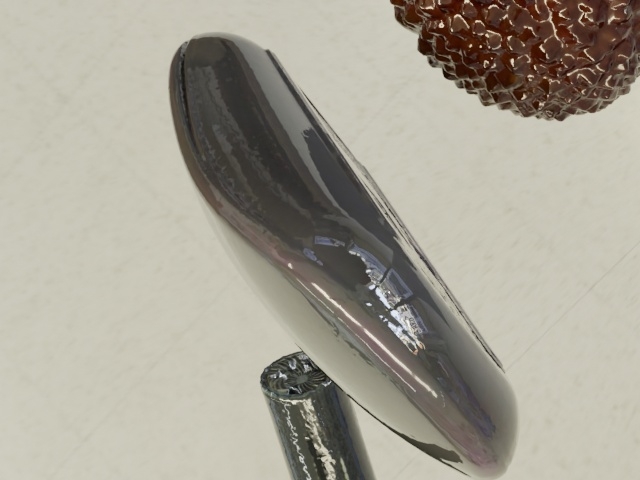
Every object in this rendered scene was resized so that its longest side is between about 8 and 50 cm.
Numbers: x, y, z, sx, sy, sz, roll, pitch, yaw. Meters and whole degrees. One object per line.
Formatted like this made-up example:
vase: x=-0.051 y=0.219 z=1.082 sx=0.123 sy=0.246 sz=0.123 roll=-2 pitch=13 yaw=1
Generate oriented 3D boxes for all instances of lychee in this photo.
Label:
lychee: x=0.082 y=-0.113 z=0.601 sx=0.129 sy=0.123 sz=0.123 roll=40 pitch=109 yaw=15

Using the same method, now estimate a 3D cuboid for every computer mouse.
computer mouse: x=-0.001 y=0.001 z=0.550 sx=0.057 sy=0.232 sz=0.120 roll=-37 pitch=125 yaw=4

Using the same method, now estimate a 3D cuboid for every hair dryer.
hair dryer: x=-0.004 y=0.177 z=0.775 sx=0.050 sy=0.195 sz=0.173 roll=-9 pitch=118 yaw=17
